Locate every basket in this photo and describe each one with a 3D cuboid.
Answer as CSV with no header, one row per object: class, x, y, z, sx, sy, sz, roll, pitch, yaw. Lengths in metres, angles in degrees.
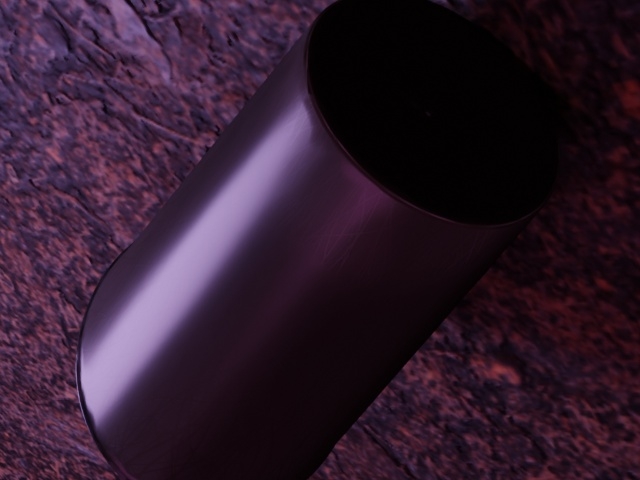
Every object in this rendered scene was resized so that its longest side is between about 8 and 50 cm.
basket,0.000,0.000,0.704,0.154,0.204,0.227,36,135,-5
